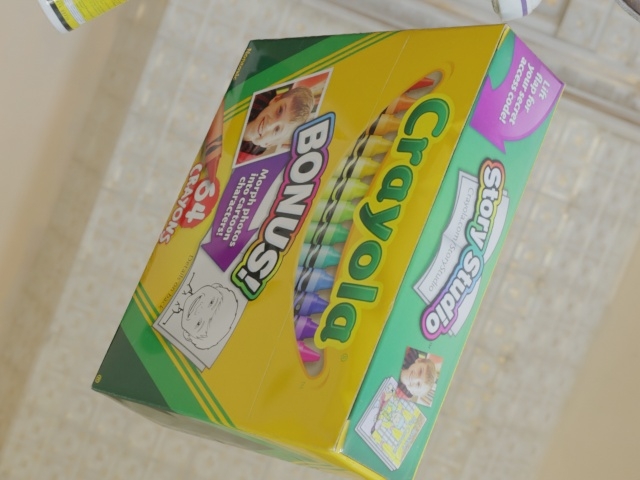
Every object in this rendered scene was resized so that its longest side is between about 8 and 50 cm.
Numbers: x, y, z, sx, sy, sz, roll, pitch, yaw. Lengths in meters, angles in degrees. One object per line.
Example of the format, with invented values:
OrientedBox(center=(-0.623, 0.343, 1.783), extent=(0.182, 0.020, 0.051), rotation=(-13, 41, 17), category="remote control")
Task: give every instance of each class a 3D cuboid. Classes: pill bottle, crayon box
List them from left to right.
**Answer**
OrientedBox(center=(-0.210, -0.249, 1.286), extent=(0.065, 0.116, 0.065), rotation=(62, -177, -6), category="pill bottle")
OrientedBox(center=(0.000, 0.000, 1.143), extent=(0.313, 0.363, 0.106), rotation=(5, 156, 48), category="crayon box")

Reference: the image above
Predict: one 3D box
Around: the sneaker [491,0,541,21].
OrientedBox(center=(0.212, -0.292, 1.140), extent=(0.161, 0.102, 0.282), rotation=(-7, -138, 18), category="sneaker")

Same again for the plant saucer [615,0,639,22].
OrientedBox(center=(0.321, -0.269, 0.923), extent=(0.310, 0.311, 0.050), rotation=(19, -144, -18), category="plant saucer")
